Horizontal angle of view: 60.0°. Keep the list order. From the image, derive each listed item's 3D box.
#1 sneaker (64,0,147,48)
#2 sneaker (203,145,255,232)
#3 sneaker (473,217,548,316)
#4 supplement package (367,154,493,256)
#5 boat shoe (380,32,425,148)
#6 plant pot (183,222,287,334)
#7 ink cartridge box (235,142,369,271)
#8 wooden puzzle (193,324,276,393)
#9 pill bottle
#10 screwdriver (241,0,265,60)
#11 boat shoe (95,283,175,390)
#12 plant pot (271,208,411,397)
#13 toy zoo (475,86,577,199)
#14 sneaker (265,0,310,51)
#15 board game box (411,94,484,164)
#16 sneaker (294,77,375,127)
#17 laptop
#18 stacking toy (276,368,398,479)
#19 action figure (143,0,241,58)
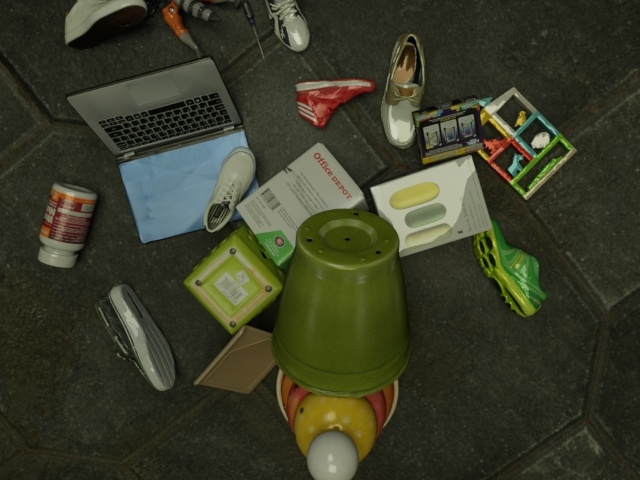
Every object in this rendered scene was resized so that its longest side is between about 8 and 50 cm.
[{"bbox_3d":[-0.583,-0.613,1.466,0.290,0.106,0.123,-9,89,29],"label":"sneaker"},{"bbox_3d":[-0.242,-0.128,1.488,0.094,0.091,0.258,18,120,-17],"label":"sneaker"},{"bbox_3d":[0.525,0.064,1.538,0.124,0.109,0.295,-29,92,-19],"label":"sneaker"},{"bbox_3d":[0.280,-0.091,1.471,0.263,0.198,0.199,-18,96,4],"label":"supplement package"},{"bbox_3d":[0.221,-0.400,1.488,0.113,0.103,0.302,1,96,3],"label":"boat shoe"},{"bbox_3d":[-0.224,0.109,1.513,0.227,0.207,0.228,-42,94,6],"label":"plant pot"},{"bbox_3d":[-0.044,-0.086,1.486,0.289,0.121,0.211,-37,71,2],"label":"ink cartridge box"},{"bbox_3d":[-0.207,0.330,1.538,0.221,0.239,0.044,-48,52,12],"label":"wooden puzzle"},{"bbox_3d":[-0.717,-0.043,1.562,0.121,0.121,0.221,18,96,1],"label":"pill bottle"},{"bbox_3d":[-0.182,-0.581,1.535,0.024,0.025,0.169,-18,104,4],"label":"screwdriver"},{"bbox_3d":[-0.535,0.291,1.605,0.119,0.121,0.335,-30,83,13],"label":"boat shoe"},{"bbox_3d":[0.060,0.125,1.357,0.367,0.366,0.352,4,126,2],"label":"plant pot"},{"bbox_3d":[0.529,-0.280,1.523,0.293,0.030,0.192,43,96,-2],"label":"toy zoo"},{"bbox_3d":[-0.100,-0.620,1.455,0.094,0.153,0.234,-16,95,5],"label":"sneaker"},{"bbox_3d":[0.339,-0.292,1.467,0.170,0.048,0.141,-14,121,4],"label":"board game box"},{"bbox_3d":[0.043,-0.376,1.521,0.221,0.087,0.128,1,105,15],"label":"sneaker"},{"bbox_3d":[-0.392,-0.221,1.477,0.382,0.408,0.236,-14,62,3],"label":"laptop"},{"bbox_3d":[0.039,0.448,1.398,0.351,0.480,0.350,0,96,3],"label":"stacking toy"},{"bbox_3d":[-0.375,-0.696,1.453,0.330,0.178,0.341,34,100,-11],"label":"action figure"}]
